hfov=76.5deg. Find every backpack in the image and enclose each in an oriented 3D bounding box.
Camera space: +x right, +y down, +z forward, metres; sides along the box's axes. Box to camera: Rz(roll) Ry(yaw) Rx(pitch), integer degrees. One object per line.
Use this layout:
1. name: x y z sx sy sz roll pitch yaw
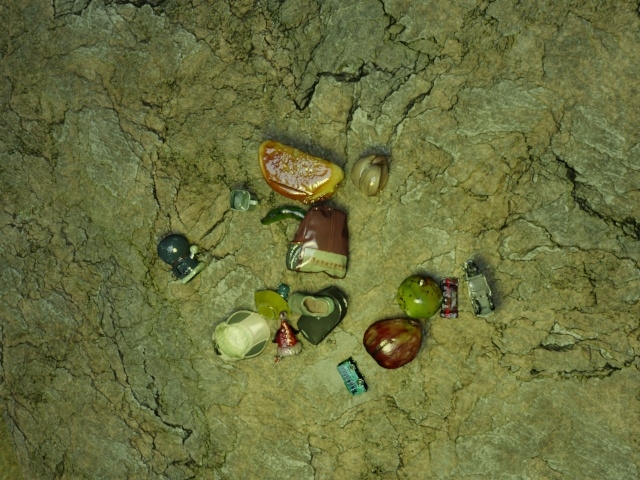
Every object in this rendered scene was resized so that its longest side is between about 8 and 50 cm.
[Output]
1. backpack: 0.000 0.000 1.808 0.283 0.197 0.318 12 84 -28

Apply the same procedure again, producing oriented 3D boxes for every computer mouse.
1. computer mouse: 0.015 0.345 1.883 0.168 0.087 0.295 47 113 23

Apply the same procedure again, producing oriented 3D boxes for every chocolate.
1. chocolate: 0.570 0.256 1.795 0.085 0.028 0.183 3 91 9

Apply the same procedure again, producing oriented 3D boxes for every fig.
1. fig: 0.312 0.438 1.748 0.262 0.224 0.224 -11 90 23

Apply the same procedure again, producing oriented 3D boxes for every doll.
1. doll: -0.185 0.246 1.942 0.076 0.050 0.083 25 98 14

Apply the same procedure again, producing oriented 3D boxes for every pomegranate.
1. pomegranate: 0.438 0.265 1.747 0.198 0.198 0.246 -23 100 12

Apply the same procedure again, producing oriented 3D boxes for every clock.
1. clock: -0.686 0.080 1.995 0.199 0.146 0.243 -38 92 15

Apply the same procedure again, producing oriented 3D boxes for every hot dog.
1. hot dog: -0.104 -0.293 1.834 0.404 0.185 0.223 22 95 10

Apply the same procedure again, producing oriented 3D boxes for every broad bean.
1. broad bean: -0.140 -0.091 1.919 0.291 0.049 0.144 22 101 9

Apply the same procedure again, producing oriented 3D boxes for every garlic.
1. garlic: 0.206 -0.285 1.762 0.160 0.214 0.191 16 106 20

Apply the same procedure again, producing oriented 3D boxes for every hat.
1. hat: -0.380 0.461 1.946 0.275 0.161 0.232 -30 84 -13
2. hat: -0.167 0.440 1.891 0.140 0.129 0.228 -11 98 2

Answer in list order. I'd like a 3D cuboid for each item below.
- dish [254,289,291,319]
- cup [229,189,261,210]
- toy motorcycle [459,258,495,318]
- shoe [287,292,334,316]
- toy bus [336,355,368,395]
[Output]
1. dish: -0.238 0.322 1.915 0.207 0.080 0.149 29 122 5
2. cup: -0.345 -0.185 1.917 0.128 0.129 0.095 8 94 11
3. toy motorcycle: 0.657 0.202 1.713 0.090 0.157 0.263 -17 90 9
4. shoe: -0.060 0.290 1.823 0.250 0.100 0.103 -2 88 34
5. toy bus: 0.146 0.630 1.870 0.091 0.079 0.160 -31 85 10
